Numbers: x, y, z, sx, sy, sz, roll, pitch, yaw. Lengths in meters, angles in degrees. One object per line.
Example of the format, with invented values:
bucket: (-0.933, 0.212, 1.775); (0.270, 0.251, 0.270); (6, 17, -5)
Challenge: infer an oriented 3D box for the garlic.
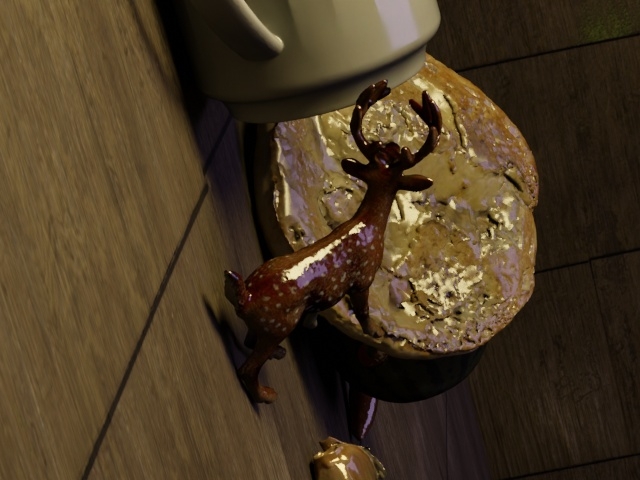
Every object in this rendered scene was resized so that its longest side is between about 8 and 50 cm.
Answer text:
garlic: (0.028, 0.276, 1.848); (0.084, 0.066, 0.152); (6, 65, -53)

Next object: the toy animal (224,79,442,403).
toy animal: (0.016, 0.009, 1.586); (0.243, 0.087, 0.260); (-42, 152, -36)

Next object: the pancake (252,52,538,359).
pancake: (0.085, -0.049, 1.955); (0.387, 0.082, 0.387); (12, 69, -33)

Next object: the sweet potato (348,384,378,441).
sweet potato: (0.042, 0.117, 2.206); (0.078, 0.058, 0.255); (5, 74, -65)

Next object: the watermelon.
watermelon: (0.096, 0.080, 2.087); (0.212, 0.212, 0.212); (-13, 90, -82)

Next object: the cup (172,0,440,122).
cup: (-0.048, -0.275, 1.597); (0.323, 0.236, 0.327); (-50, 129, -59)
